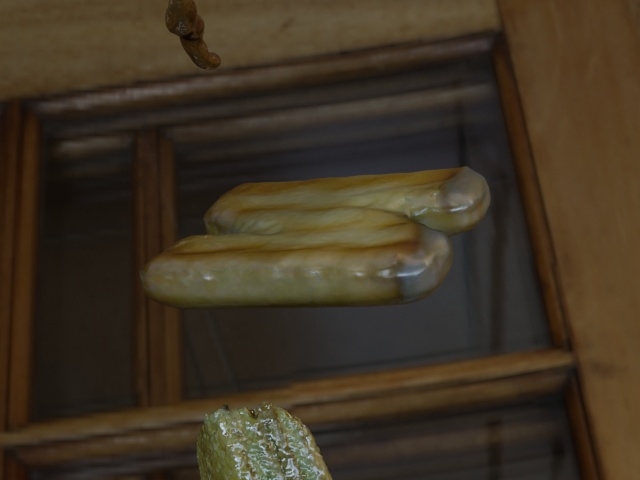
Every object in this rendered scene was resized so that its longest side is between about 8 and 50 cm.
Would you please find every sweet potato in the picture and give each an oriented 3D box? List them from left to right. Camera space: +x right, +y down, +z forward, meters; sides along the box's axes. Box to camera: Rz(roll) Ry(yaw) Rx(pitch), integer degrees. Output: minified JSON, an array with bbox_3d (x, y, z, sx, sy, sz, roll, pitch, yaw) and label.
[{"bbox_3d":[-0.141,-0.229,1.676,0.044,0.044,0.179,-9,161,3],"label":"sweet potato"}]

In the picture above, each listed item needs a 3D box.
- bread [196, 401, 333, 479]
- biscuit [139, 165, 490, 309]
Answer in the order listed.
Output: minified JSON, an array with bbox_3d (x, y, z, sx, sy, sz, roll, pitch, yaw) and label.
[{"bbox_3d":[-0.049,0.258,1.545,0.102,0.196,0.138,-16,165,-27],"label":"bread"},{"bbox_3d":[0.000,0.000,1.457,0.290,0.237,0.062,-2,113,22],"label":"biscuit"}]
